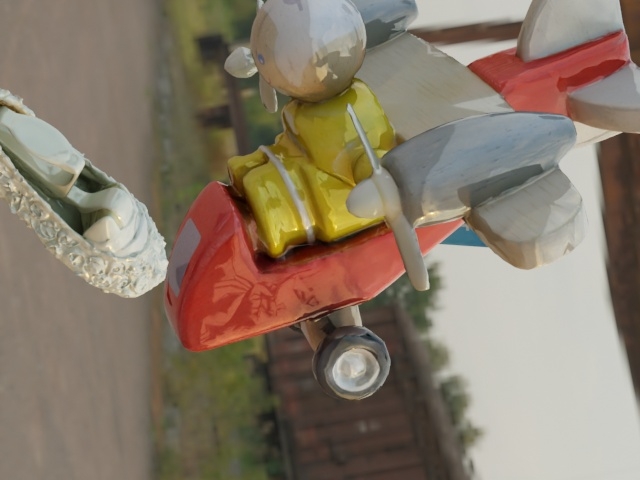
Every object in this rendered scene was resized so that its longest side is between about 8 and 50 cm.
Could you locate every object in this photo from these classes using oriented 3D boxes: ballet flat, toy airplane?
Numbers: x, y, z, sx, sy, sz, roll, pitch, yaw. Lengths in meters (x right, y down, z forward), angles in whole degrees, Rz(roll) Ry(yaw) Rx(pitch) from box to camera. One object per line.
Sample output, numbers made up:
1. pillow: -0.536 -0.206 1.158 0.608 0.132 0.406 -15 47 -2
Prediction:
1. ballet flat: -0.345 -0.064 2.226 0.409 0.147 0.147 41 17 -25
2. toy airplane: 0.065 -0.097 1.231 0.272 0.386 0.384 50 48 -28

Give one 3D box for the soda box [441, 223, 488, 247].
1. soda box: 0.130 -0.039 1.702 0.067 0.210 0.071 -44 133 -58
